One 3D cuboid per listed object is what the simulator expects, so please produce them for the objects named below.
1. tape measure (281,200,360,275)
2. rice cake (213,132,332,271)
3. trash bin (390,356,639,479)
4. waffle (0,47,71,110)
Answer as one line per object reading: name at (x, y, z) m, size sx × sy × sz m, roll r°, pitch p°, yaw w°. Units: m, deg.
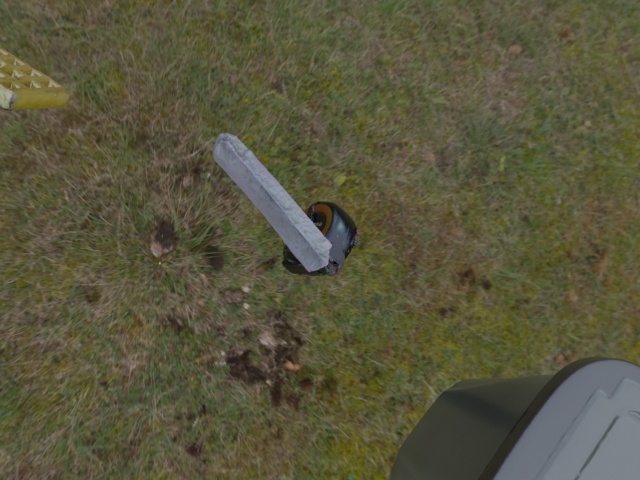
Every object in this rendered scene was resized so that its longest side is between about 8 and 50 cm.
tape measure at (0.000, 0.000, 1.925) m, size 0.135 × 0.202 × 0.223 m, roll 42°, pitch 60°, yaw -34°
rice cake at (-0.101, -0.083, 1.458) m, size 0.365 × 0.073 × 0.056 m, roll 48°, pitch 43°, yaw 10°
trash bin at (0.194, 0.230, 0.626) m, size 0.219 × 0.250 × 0.220 m, roll 44°, pitch 74°, yaw -5°
waffle at (-0.750, -0.389, 1.639) m, size 0.247 × 0.221 × 0.055 m, roll 32°, pitch 109°, yaw 5°
